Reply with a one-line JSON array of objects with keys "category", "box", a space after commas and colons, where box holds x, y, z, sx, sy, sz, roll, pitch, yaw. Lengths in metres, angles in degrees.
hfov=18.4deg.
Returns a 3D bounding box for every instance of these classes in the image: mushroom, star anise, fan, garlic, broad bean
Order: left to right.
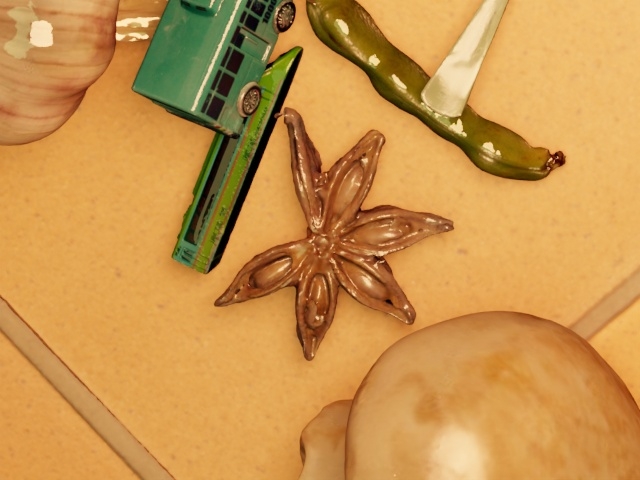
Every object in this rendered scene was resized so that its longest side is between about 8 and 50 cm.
[{"category": "garlic", "box": [-0.214, -0.198, 1.613, 0.253, 0.245, 0.245, 0, 107, -29]}, {"category": "star anise", "box": [0.017, 0.003, 1.666, 0.171, 0.063, 0.208, 19, 103, 1]}, {"category": "broad bean", "box": [0.087, -0.123, 1.624, 0.256, 0.052, 0.053, 36, 94, -1]}, {"category": "mushroom", "box": [0.119, 0.207, 1.605, 0.290, 0.297, 0.298, -12, 103, 47]}, {"category": "fan", "box": [0.140, -0.187, 1.591, 0.038, 0.016, 0.193, 29, 91, -6]}]

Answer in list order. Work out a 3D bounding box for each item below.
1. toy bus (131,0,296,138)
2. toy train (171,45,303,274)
[{"category": "toy bus", "box": [-0.081, -0.174, 1.599, 0.079, 0.092, 0.160, 23, 89, 30]}, {"category": "toy train", "box": [-0.072, -0.075, 1.669, 0.042, 0.044, 0.209, 24, 106, 6]}]
